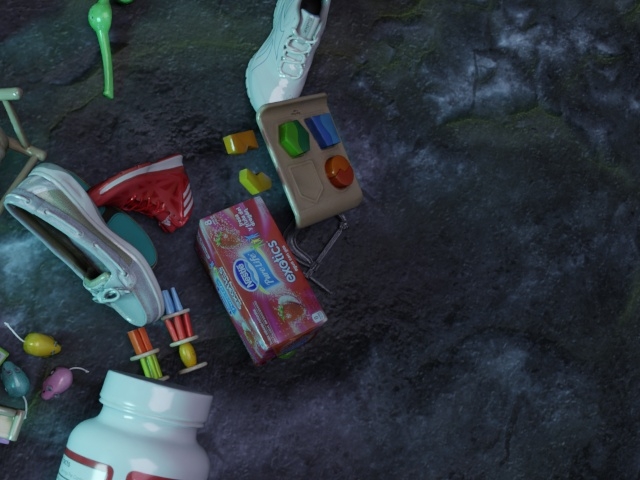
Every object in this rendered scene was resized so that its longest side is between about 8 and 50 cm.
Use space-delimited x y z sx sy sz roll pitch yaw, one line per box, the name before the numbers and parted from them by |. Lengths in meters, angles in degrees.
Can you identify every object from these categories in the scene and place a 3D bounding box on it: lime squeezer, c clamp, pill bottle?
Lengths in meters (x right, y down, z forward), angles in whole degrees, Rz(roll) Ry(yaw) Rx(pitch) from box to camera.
lime squeezer | -0.346 -0.414 1.607 0.110 0.059 0.310 29 73 -13
c clamp | 0.000 0.000 1.694 0.137 0.022 0.160 32 74 -8
pill bottle | -0.305 0.420 1.397 0.229 0.229 0.407 18 81 -17

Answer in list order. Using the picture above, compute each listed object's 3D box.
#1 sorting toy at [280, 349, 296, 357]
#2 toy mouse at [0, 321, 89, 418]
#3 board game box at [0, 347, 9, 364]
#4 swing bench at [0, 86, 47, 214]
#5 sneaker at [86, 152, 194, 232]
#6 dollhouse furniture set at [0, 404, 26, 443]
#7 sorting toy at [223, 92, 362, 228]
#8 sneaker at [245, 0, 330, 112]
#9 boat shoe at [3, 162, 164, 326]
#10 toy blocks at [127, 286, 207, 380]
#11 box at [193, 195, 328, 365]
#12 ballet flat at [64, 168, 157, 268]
sorting toy | -0.086 0.167 1.631 0.102 0.042 0.061 39 87 -23
toy mouse | -0.463 0.226 1.471 0.161 0.031 0.143 24 74 -31
board game box | -0.629 0.151 1.394 0.259 0.039 0.124 46 64 -29
swing bench | -0.603 -0.119 1.363 0.255 0.165 0.253 13 53 12
sneaker | -0.292 -0.065 1.530 0.221 0.087 0.128 -30 98 -47
dollhouse furniture set | -0.602 0.351 1.254 0.287 0.198 0.303 18 76 -14
sorting toy | -0.037 -0.141 1.606 0.307 0.041 0.229 -23 96 -52
sneaker | -0.056 -0.363 1.666 0.111 0.129 0.297 19 78 -20
boat shoe | -0.375 0.026 1.443 0.320 0.118 0.103 58 45 -25
toy blocks | -0.276 0.166 1.551 0.123 0.054 0.148 -18 87 -19
box | -0.108 0.071 1.553 0.123 0.128 0.256 -24 76 -21
ballet flat | -0.377 -0.029 1.535 0.232 0.073 0.080 46 49 -11
